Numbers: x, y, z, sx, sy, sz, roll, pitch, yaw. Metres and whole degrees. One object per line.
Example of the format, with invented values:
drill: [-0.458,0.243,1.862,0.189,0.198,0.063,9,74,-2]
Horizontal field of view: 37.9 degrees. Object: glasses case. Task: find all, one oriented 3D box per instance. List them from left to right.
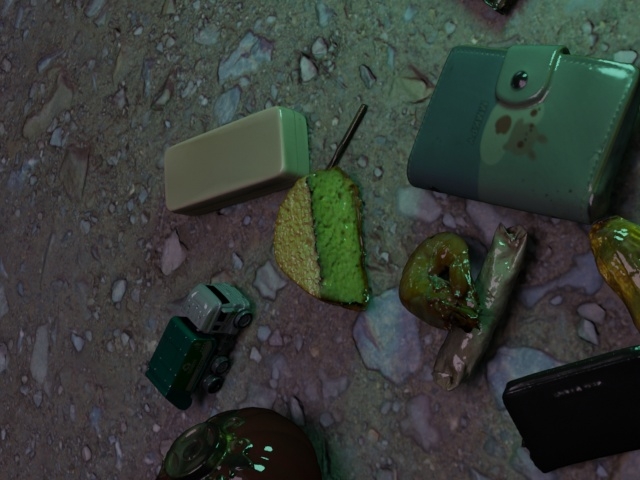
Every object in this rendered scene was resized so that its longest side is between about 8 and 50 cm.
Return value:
glasses case: [-0.169,-0.149,1.813,0.336,0.076,0.144,-13,75,39]

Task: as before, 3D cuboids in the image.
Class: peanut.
peanut: [0.433,0.056,1.245,0.087,0.087,0.207,-42,61,29]

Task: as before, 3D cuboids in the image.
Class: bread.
bread: [-0.005,0.008,1.611,0.134,0.129,0.260,-26,65,44]

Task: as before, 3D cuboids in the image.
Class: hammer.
hammer: [0.011,-0.117,1.685,0.058,0.029,0.292,40,108,36]

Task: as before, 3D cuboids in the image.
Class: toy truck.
toy truck: [-0.237,0.203,1.790,0.114,0.124,0.253,39,111,36]

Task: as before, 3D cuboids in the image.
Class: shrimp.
shrimp: [0.190,0.068,1.418,0.145,0.061,0.267,-58,18,9]

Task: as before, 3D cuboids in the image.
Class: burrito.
burrito: [0.244,0.100,1.412,0.275,0.059,0.082,-67,18,8]

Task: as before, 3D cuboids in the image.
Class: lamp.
lamp: [-0.141,0.424,1.569,0.303,0.257,0.303,-27,32,18]

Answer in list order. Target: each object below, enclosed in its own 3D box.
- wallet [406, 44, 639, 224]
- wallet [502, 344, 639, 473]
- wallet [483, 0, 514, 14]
wallet: [0.295,-0.172,1.387,0.360,0.083,0.252,16,87,46]
wallet: [0.368,0.231,1.266,0.250,0.044,0.149,-23,99,37]
wallet: [0.330,-0.527,1.456,0.169,0.044,0.317,50,117,30]
